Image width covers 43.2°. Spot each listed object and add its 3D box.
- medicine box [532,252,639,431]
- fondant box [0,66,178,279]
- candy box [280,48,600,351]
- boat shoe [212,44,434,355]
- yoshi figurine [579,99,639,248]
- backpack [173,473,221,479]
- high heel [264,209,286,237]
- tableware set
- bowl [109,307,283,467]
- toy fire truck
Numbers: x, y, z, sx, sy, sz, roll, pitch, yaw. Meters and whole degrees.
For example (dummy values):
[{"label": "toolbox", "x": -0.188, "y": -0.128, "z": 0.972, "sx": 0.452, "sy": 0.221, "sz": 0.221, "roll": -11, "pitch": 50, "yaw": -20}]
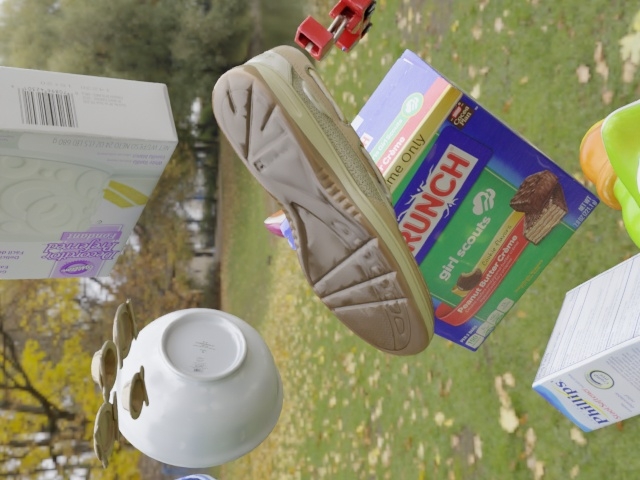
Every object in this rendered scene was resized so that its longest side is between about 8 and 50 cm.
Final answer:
[{"label": "medicine box", "x": 0.567, "y": 0.176, "z": 1.489, "sx": 0.289, "sy": 0.149, "sz": 0.263, "roll": -43, "pitch": 9, "yaw": 50}, {"label": "fondant box", "x": -0.346, "y": -0.068, "z": 1.013, "sx": 0.330, "sy": 0.238, "sz": 0.096, "roll": -48, "pitch": 50, "yaw": 48}, {"label": "candy box", "x": 0.154, "y": -0.035, "z": 1.012, "sx": 0.268, "sy": 0.317, "sz": 0.122, "roll": -54, "pitch": 36, "yaw": 13}, {"label": "boat shoe", "x": 0.023, "y": -0.035, "z": 0.729, "sx": 0.109, "sy": 0.098, "sz": 0.302, "roll": -24, "pitch": 103, "yaw": 46}, {"label": "yoshi figurine", "x": 0.301, "y": 0.005, "z": 0.476, "sx": 0.362, "sy": 0.203, "sz": 0.204, "roll": -92, "pitch": -20, "yaw": -58}, {"label": "backpack", "x": -0.079, "y": 0.272, "z": 0.476, "sx": 0.263, "sy": 0.213, "sz": 0.277, "roll": -46, "pitch": 30, "yaw": 48}, {"label": "high heel", "x": 0.000, "y": 0.000, "z": 1.230, "sx": 0.244, "sy": 0.082, "sz": 0.117, "roll": -4, "pitch": 117, "yaw": 54}, {"label": "tableware set", "x": -0.223, "y": 0.155, "z": 0.896, "sx": 0.169, "sy": 0.020, "sz": 0.141, "roll": -79, "pitch": -11, "yaw": -70}, {"label": "bowl", "x": -0.200, "y": 0.212, "z": 1.344, "sx": 0.298, "sy": 0.297, "sz": 0.134, "roll": -98, "pitch": 15, "yaw": -46}, {"label": "toy fire truck", "x": 0.023, "y": -0.312, "z": 1.208, "sx": 0.135, "sy": 0.047, "sz": 0.192, "roll": -50, "pitch": -4, "yaw": -5}]
